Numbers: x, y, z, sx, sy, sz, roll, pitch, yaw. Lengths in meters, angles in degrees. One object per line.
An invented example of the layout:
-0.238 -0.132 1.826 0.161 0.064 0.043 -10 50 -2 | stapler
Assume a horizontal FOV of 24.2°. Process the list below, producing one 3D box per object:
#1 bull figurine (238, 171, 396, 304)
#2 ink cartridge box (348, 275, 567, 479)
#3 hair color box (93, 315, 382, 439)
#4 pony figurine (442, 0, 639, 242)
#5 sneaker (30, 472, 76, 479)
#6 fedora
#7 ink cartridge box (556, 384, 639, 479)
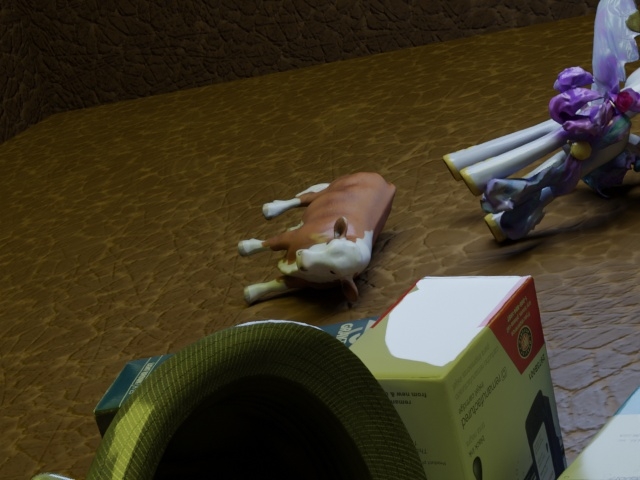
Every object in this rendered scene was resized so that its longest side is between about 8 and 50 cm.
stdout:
0.000 0.000 1.928 0.188 0.101 0.310 -10 18 23 | bull figurine
0.102 0.166 1.081 0.100 0.237 0.172 -2 21 31 | ink cartridge box
0.003 0.170 1.263 0.347 0.173 0.105 -12 18 15 | hair color box
0.347 -0.141 1.858 0.363 0.302 0.351 -31 8 3 | pony figurine
-0.203 0.271 0.912 0.366 0.210 0.137 -2 -37 -44 | sneaker
-0.062 0.186 0.884 0.124 0.243 0.275 -21 20 39 | fedora
0.265 0.211 0.974 0.223 0.129 0.307 -2 22 38 | ink cartridge box
